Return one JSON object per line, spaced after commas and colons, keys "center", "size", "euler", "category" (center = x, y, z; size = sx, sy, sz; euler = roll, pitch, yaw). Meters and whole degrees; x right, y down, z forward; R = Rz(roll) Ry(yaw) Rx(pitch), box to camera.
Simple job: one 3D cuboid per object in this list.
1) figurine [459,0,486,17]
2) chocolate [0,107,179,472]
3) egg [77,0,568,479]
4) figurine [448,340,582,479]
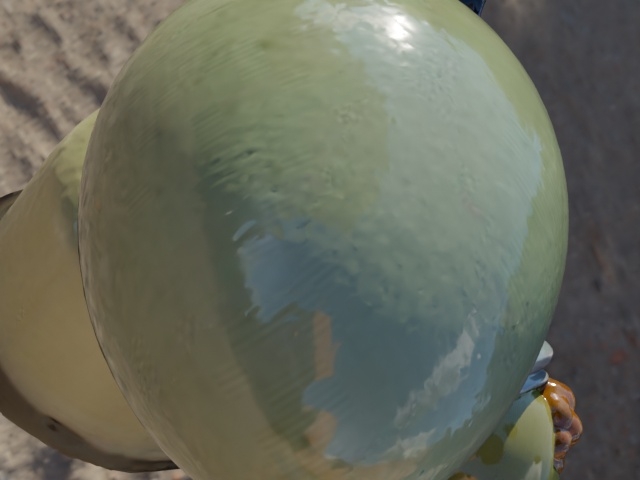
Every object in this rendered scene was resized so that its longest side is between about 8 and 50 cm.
{"center": [0.084, -0.256, 1.317], "size": [0.145, 0.145, 0.222], "euler": [26, 57, -41], "category": "figurine"}
{"center": [-0.137, 0.007, 1.352], "size": [0.314, 0.297, 0.326], "euler": [3, 47, -31], "category": "chocolate"}
{"center": [0.000, 0.000, 0.649], "size": [0.218, 0.218, 0.295], "euler": [46, 25, -24], "category": "egg"}
{"center": [0.118, 0.240, 1.298], "size": [0.205, 0.225, 0.381], "euler": [47, 34, -51], "category": "figurine"}
